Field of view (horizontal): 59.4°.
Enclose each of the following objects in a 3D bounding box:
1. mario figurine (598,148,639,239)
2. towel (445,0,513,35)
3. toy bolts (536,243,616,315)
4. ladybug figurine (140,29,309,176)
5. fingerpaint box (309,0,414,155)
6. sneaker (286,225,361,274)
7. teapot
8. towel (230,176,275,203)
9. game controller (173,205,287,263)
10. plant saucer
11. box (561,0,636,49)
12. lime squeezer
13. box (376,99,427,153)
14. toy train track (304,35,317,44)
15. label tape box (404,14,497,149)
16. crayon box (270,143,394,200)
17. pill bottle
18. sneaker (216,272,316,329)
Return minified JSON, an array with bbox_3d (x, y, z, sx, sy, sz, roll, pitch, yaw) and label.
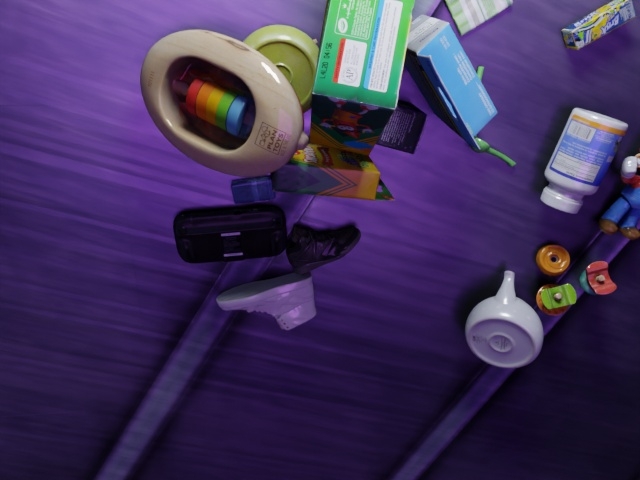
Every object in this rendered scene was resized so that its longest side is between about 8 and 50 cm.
[{"bbox_3d":[0.951,-0.143,1.631,0.198,0.170,0.321,-13,131,-40],"label":"mario figurine"},{"bbox_3d":[0.403,-0.609,1.425,0.152,0.023,0.113,-32,114,8],"label":"towel"},{"bbox_3d":[0.793,0.120,1.789,0.228,0.158,0.219,-11,76,8],"label":"toy bolts"},{"bbox_3d":[-0.217,-0.323,1.335,0.449,0.162,0.305,31,116,12],"label":"ladybug figurine"},{"bbox_3d":[0.088,-0.444,1.173,0.163,0.371,0.445,11,86,-1],"label":"fingerpaint box"},{"bbox_3d":[0.000,0.000,1.624,0.227,0.087,0.130,-24,122,10],"label":"sneaker"},{"bbox_3d":[0.590,0.270,1.785,0.252,0.187,0.256,41,132,-3],"label":"teapot"},{"bbox_3d":[-0.187,-0.140,1.565,0.119,0.029,0.067,-8,116,-4],"label":"towel"},{"bbox_3d":[-0.256,-0.014,1.608,0.318,0.067,0.167,-4,130,-5],"label":"game controller"},{"bbox_3d":[-0.104,-0.420,1.431,0.240,0.037,0.241,-2,119,-4],"label":"plant saucer"},{"bbox_3d":[0.727,-0.567,1.467,0.168,0.059,0.054,-28,114,6],"label":"box"},{"bbox_3d":[0.455,-0.315,1.553,0.109,0.059,0.311,-26,115,5],"label":"lime squeezer"},{"bbox_3d":[0.151,-0.316,1.459,0.206,0.153,0.108,11,113,-14],"label":"box"},{"bbox_3d":[-0.046,-0.489,1.428,0.083,0.014,0.048,-28,118,9],"label":"toy train track"},{"bbox_3d":[0.305,-0.387,1.336,0.115,0.348,0.249,-34,115,9],"label":"label tape box"},{"bbox_3d":[0.028,-0.185,1.479,0.318,0.202,0.081,4,115,-11],"label":"crayon box"},{"bbox_3d":[0.730,-0.221,1.580,0.152,0.152,0.272,11,114,-12],"label":"pill bottle"},{"bbox_3d":[-0.155,0.207,1.691,0.292,0.108,0.169,-12,113,-3],"label":"sneaker"}]
